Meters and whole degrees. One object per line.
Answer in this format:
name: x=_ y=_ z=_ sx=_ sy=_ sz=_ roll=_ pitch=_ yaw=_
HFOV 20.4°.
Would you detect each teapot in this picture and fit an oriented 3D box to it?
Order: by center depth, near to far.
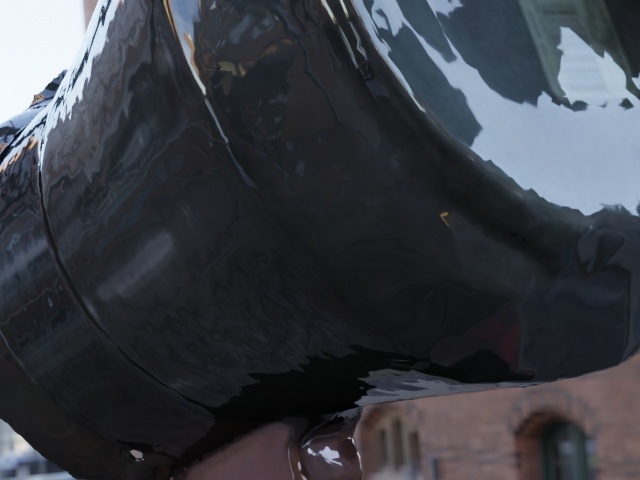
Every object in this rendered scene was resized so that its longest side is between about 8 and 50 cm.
teapot: x=0.000 y=0.000 z=0.842 sx=0.306 sy=0.376 sz=0.362 roll=-5 pitch=-22 yaw=-42
